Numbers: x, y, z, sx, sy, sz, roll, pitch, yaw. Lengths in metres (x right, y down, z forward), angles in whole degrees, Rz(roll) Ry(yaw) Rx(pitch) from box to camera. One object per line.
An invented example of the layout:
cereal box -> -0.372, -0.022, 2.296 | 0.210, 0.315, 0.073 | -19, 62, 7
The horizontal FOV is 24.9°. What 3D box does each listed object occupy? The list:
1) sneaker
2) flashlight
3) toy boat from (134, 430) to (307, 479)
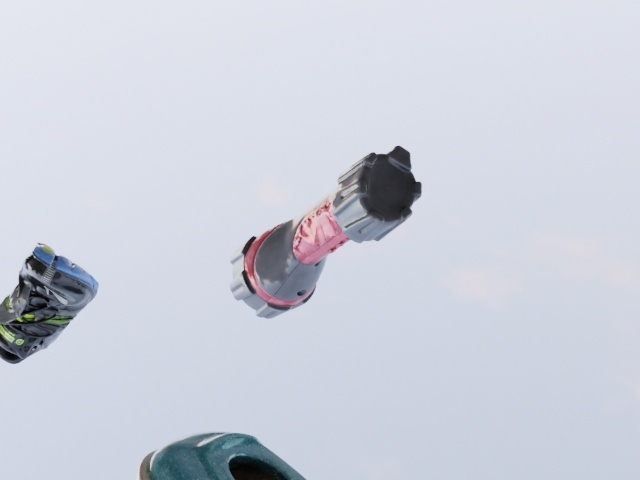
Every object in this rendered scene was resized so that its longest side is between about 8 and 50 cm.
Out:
sneaker -> -0.245, 0.062, 1.262 | 0.067, 0.188, 0.078 | 35, -121, -3
flashlight -> 0.000, 0.000, 1.617 | 0.103, 0.103, 0.304 | -18, 172, -32
toy boat -> -0.077, 0.262, 1.244 | 0.267, 0.148, 0.318 | 40, -158, 24
